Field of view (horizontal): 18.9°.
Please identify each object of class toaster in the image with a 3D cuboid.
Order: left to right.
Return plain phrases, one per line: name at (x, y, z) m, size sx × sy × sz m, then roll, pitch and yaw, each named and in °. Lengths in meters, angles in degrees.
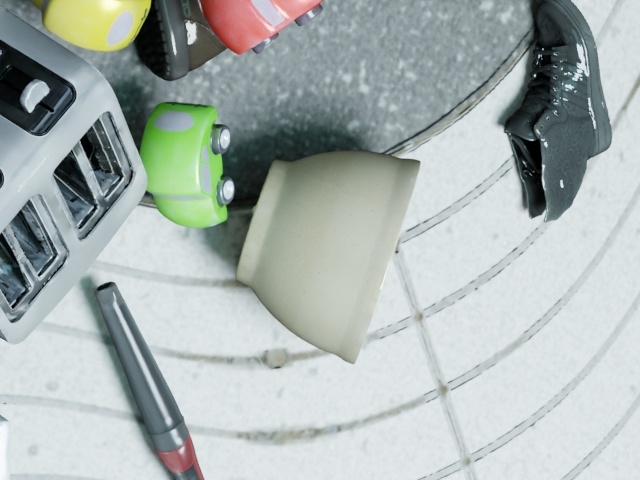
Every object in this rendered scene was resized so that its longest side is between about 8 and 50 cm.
toaster at (-0.219, -0.036, 1.312) m, size 0.168 × 0.110 × 0.186 m, roll -51°, pitch 156°, yaw -20°

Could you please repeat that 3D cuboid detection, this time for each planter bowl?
planter bowl at (0.000, 0.000, 1.445) m, size 0.109 × 0.162 × 0.162 m, roll 19°, pitch 88°, yaw 1°

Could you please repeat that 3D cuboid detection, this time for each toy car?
toy car at (-0.103, -0.106, 1.362) m, size 0.053 × 0.239 × 0.225 m, roll -47°, pitch 138°, yaw -57°

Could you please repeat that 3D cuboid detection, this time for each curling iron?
curling iron at (-0.102, 0.146, 1.468) m, size 0.068 × 0.035 × 0.274 m, roll -38°, pitch 111°, yaw -21°

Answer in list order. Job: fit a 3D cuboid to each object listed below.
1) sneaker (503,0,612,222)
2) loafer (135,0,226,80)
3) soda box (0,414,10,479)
sneaker at (0.186, -0.108, 1.564) m, size 0.089 × 0.051 × 0.170 m, roll -27°, pitch 110°, yaw -25°
loafer at (-0.106, -0.230, 1.402) m, size 0.078 × 0.080 × 0.220 m, roll -17°, pitch 113°, yaw -27°
soda box at (-0.266, 0.229, 1.378) m, size 0.069 × 0.074 × 0.216 m, roll -1°, pitch 97°, yaw -25°
